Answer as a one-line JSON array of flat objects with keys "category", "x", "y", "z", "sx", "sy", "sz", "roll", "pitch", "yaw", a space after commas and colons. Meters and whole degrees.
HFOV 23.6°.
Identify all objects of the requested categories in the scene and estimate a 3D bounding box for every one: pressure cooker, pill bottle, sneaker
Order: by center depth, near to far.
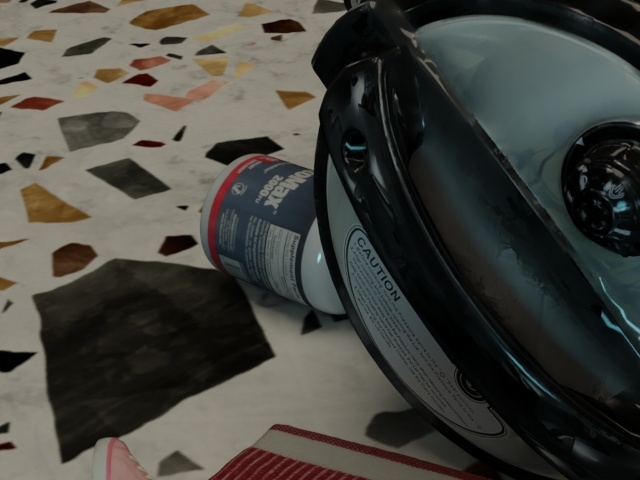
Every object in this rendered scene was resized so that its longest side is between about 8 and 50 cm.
[{"category": "sneaker", "x": -0.107, "y": 0.169, "z": 0.951, "sx": 0.070, "sy": 0.051, "sz": 0.134, "roll": -6, "pitch": 28, "yaw": -4}, {"category": "pressure cooker", "x": 0.200, "y": -0.041, "z": 1.015, "sx": 0.370, "sy": 0.375, "sz": 0.420, "roll": 20, "pitch": 36, "yaw": 33}, {"category": "pill bottle", "x": 0.000, "y": 0.000, "z": 1.247, "sx": 0.180, "sy": 0.108, "sz": 0.108, "roll": 19, "pitch": 36, "yaw": 36}]

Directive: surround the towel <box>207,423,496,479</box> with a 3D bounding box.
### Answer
[{"category": "towel", "x": -0.024, "y": 0.225, "z": 0.913, "sx": 0.237, "sy": 0.037, "sz": 0.329, "roll": 12, "pitch": 30, "yaw": 31}]
